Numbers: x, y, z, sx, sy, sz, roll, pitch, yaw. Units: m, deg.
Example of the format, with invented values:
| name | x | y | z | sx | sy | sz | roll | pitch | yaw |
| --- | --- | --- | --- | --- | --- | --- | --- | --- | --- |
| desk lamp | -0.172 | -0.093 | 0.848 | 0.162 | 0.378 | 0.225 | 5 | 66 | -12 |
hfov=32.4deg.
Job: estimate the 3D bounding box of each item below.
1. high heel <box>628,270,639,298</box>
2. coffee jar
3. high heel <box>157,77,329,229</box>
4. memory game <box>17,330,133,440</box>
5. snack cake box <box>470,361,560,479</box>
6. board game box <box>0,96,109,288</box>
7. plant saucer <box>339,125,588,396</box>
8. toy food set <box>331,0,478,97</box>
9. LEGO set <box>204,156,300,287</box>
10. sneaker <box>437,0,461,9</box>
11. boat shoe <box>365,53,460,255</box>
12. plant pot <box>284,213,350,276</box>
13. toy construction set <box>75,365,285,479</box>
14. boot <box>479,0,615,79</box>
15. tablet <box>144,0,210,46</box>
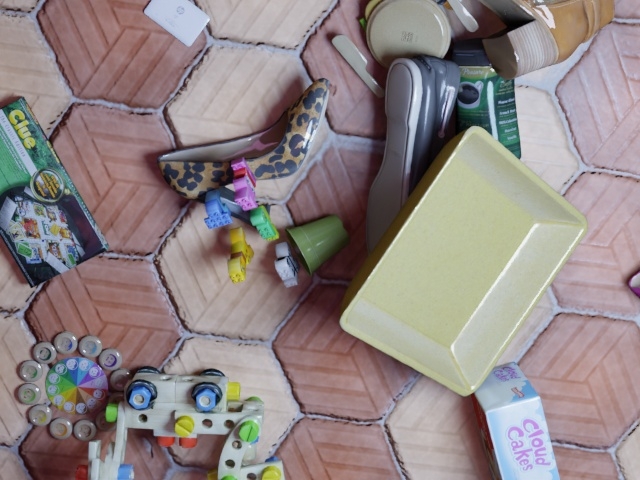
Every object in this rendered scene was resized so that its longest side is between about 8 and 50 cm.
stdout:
| name | x | y | z | sx | sy | sz | roll | pitch | yaw |
| --- | --- | --- | --- | --- | --- | --- | --- | --- | --- |
| high heel | 0.622 | -0.001 | 1.602 | 0.181 | 0.127 | 0.377 | 19 | 130 | -11 |
| coffee jar | 0.242 | -0.203 | 1.611 | 0.079 | 0.096 | 0.185 | -17 | 109 | -37 |
| high heel | -0.113 | -0.154 | 1.608 | 0.186 | 0.093 | 0.261 | 26 | 111 | -15 |
| memory game | -0.388 | 0.233 | 1.742 | 0.186 | 0.012 | 0.186 | -1 | 104 | -3 |
| snack cake box | 0.313 | 0.344 | 1.730 | 0.089 | 0.152 | 0.264 | -16 | 105 | 1 |
| board game box | -0.440 | -0.070 | 1.653 | 0.136 | 0.030 | 0.260 | -25 | 104 | 6 |
| plant saucer | 0.199 | 0.030 | 1.611 | 0.332 | 0.081 | 0.333 | 32 | 93 | -41 |
| toy food set | 0.125 | -0.305 | 1.595 | 0.192 | 0.038 | 0.132 | -32 | 108 | 25 |
| LEGO set | -0.109 | 0.002 | 1.614 | 0.087 | 0.093 | 0.227 | -16 | 130 | 14 |
| sneaker | 0.188 | -0.439 | 1.557 | 0.083 | 0.084 | 0.215 | 16 | 104 | -1 |
| boat shoe | 0.141 | -0.108 | 1.619 | 0.095 | 0.112 | 0.335 | -6 | 118 | -25 |
| plant pot | 0.000 | 0.000 | 1.671 | 0.079 | 0.083 | 0.083 | -28 | 104 | -8 |
| toy construction set | -0.215 | 0.313 | 1.711 | 0.327 | 0.151 | 0.215 | -2 | 105 | -13 |
| boot | 0.304 | -0.385 | 1.523 | 0.220 | 0.109 | 0.284 | -30 | 106 | -27 |
| tablet | -0.209 | -0.329 | 1.606 | 0.083 | 0.006 | 0.054 | 36 | 100 | -11 |
